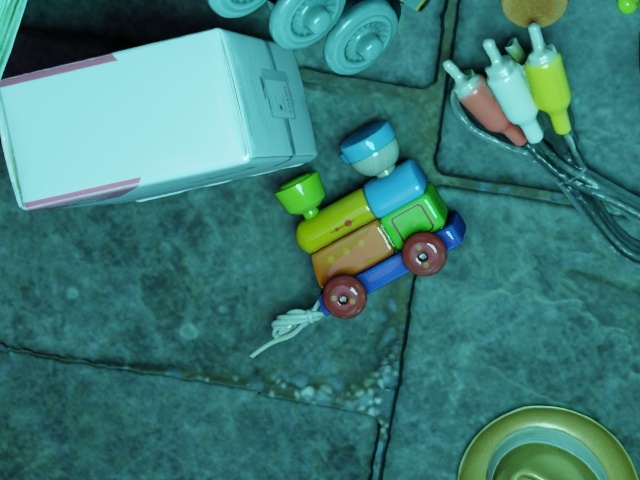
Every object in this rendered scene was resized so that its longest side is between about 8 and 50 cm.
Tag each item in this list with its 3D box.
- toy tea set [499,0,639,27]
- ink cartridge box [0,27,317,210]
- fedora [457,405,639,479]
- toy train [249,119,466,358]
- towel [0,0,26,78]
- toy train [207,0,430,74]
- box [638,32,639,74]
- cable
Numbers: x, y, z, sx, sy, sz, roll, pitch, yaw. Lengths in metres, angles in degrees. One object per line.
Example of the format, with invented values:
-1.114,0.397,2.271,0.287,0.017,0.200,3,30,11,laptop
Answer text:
0.308,-0.287,1.708,0.336,0.124,0.200,-2,138,5,toy tea set
-0.137,-0.103,1.713,0.207,0.283,0.117,-12,90,11,ink cartridge box
0.224,0.261,1.907,0.194,0.079,0.194,2,109,7,fedora
0.000,0.000,1.834,0.248,0.105,0.143,-29,99,16,toy train
-0.301,-0.248,1.683,0.038,0.325,0.248,11,114,-27,towel
-0.005,-0.266,1.630,0.190,0.334,0.142,-51,57,13,toy train
0.376,-0.150,1.708,0.186,0.145,0.038,-2,111,7,box
0.213,-0.071,1.790,0.139,0.072,0.287,-19,113,37,cable
